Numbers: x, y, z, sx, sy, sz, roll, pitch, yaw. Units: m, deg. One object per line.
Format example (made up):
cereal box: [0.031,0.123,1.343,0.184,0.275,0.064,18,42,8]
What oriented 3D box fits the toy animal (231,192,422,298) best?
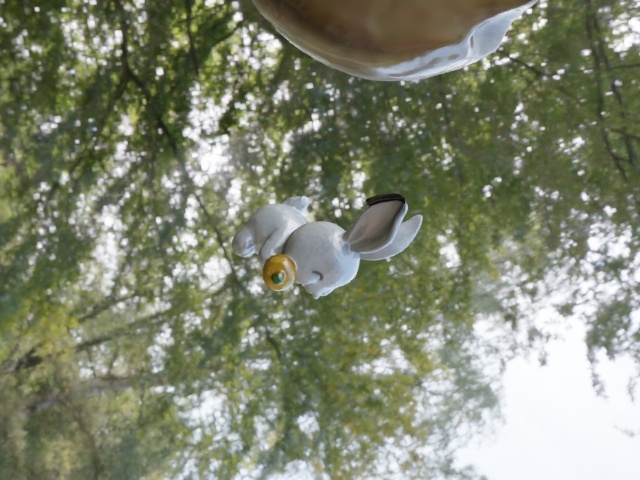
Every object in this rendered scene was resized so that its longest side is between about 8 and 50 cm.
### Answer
toy animal: [0.000,0.000,0.760,0.182,0.131,0.127,16,-95,40]

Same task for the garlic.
garlic: [0.035,-0.269,0.511,0.196,0.151,0.338,-14,-97,34]
